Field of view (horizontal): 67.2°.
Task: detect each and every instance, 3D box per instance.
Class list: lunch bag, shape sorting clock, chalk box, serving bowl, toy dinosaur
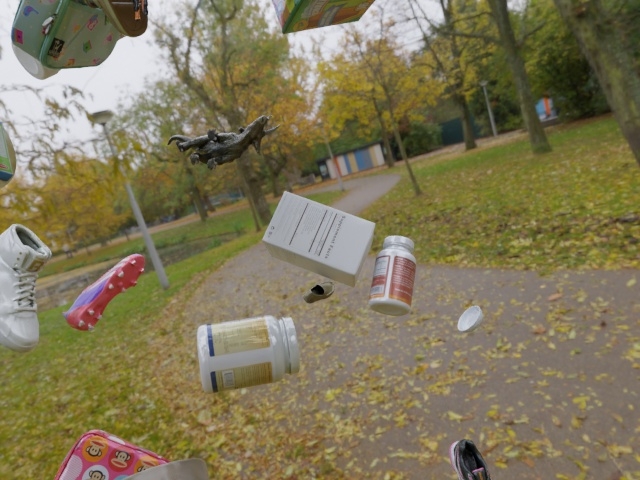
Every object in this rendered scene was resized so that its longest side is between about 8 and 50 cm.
[{"bbox_3d":[-0.563,0.674,1.287,0.258,0.293,0.120,-67,10,-25],"label":"lunch bag"},{"bbox_3d":[-0.700,-0.196,0.961,0.040,0.206,0.206,-21,7,10],"label":"shape sorting clock"},{"bbox_3d":[-0.023,-0.621,1.138,0.289,0.179,0.180,-20,3,-20],"label":"chalk box"},{"bbox_3d":[-0.562,-0.514,1.112,0.224,0.108,0.279,-49,8,21],"label":"lunch bag"},{"bbox_3d":[0.419,0.222,1.332,0.083,0.027,0.083,-50,9,12],"label":"serving bowl"},{"bbox_3d":[-0.269,-0.240,1.265,0.314,0.120,0.160,-7,5,33],"label":"toy dinosaur"}]

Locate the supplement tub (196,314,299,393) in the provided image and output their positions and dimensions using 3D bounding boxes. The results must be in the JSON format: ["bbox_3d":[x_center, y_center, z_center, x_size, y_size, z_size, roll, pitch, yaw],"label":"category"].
[{"bbox_3d":[-0.242,0.374,1.616,0.317,0.228,0.228,-6,6,-12],"label":"supplement tub"}]

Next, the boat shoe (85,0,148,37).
[{"bbox_3d":[-0.458,-0.562,1.007,0.089,0.285,0.104,-9,20,34],"label":"boat shoe"}]

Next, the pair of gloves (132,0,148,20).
[{"bbox_3d":[-0.309,-0.420,0.824,0.010,0.074,0.083,-11,17,-31],"label":"pair of gloves"}]

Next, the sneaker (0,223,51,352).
[{"bbox_3d":[-0.706,0.101,1.133,0.169,0.292,0.108,-35,-15,13],"label":"sneaker"}]

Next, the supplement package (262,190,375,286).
[{"bbox_3d":[0.000,0.000,1.480,0.293,0.175,0.177,21,-15,9],"label":"supplement package"}]

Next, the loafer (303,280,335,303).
[{"bbox_3d":[0.004,0.181,1.719,0.148,0.056,0.050,-25,-21,-44],"label":"loafer"}]

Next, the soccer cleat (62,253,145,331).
[{"bbox_3d":[-0.571,0.125,1.273,0.095,0.083,0.248,26,69,26],"label":"soccer cleat"}]

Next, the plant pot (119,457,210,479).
[{"bbox_3d":[-0.360,0.677,1.033,0.324,0.280,0.323,-22,-31,-14],"label":"plant pot"}]

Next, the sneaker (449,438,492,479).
[{"bbox_3d":[0.306,0.477,0.943,0.072,0.178,0.077,-16,-36,-11],"label":"sneaker"}]

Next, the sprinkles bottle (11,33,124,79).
[{"bbox_3d":[-0.677,-0.585,1.364,0.121,0.121,0.355,-7,34,46],"label":"sprinkles bottle"}]

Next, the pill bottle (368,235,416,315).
[{"bbox_3d":[0.215,0.102,1.407,0.121,0.216,0.121,11,-24,5],"label":"pill bottle"}]
